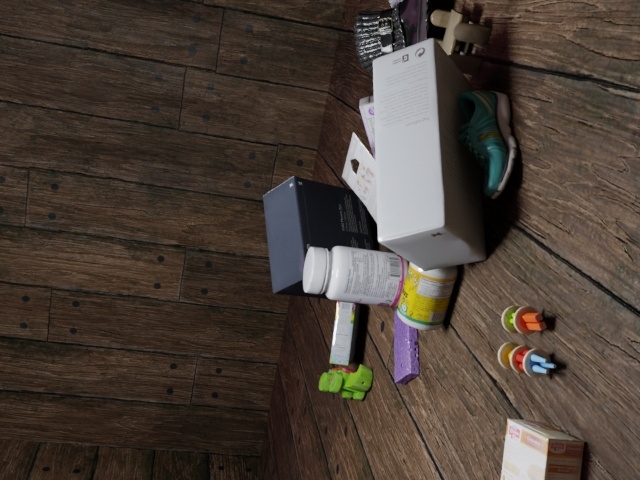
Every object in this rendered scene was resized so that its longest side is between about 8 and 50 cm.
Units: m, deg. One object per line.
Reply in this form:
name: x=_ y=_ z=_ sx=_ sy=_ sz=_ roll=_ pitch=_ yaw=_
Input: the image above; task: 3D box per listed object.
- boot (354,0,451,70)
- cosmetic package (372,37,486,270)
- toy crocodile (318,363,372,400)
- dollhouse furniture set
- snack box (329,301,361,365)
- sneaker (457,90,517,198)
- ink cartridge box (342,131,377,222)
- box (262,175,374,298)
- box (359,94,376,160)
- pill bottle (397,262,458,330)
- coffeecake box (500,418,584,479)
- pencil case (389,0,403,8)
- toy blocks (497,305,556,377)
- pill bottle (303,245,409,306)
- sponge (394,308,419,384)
boot: x=0.228 y=-0.660 z=2.071 sx=0.260 sy=0.131 sz=0.348 roll=9 pitch=92 yaw=42
cosmetic package: x=0.241 y=-0.186 z=1.629 sx=0.161 sy=0.230 sz=0.453 roll=-14 pitch=64 yaw=30
toy crocodile: x=0.077 y=0.465 z=2.433 sx=0.340 sy=0.115 sz=0.105 roll=146 pitch=142 yaw=-72
dollhouse furniture set: x=0.293 y=-0.462 z=1.855 sx=0.212 sy=0.161 sz=0.242 roll=-105 pitch=25 yaw=-63
snack box: x=0.086 y=0.310 z=2.461 sx=0.174 sy=0.070 sz=0.207 roll=31 pitch=-116 yaw=-78
sneaker: x=0.346 y=-0.207 z=1.563 sx=0.107 sy=0.110 sz=0.275 roll=115 pitch=159 yaw=-55
ink cartridge box: x=0.172 y=-0.151 z=2.039 sx=0.261 sy=0.066 sz=0.296 roll=56 pitch=166 yaw=13
box: x=0.000 y=0.000 z=2.375 sx=0.179 sy=0.312 sz=0.343 roll=-28 pitch=61 yaw=43
box: x=0.185 y=-0.261 z=2.121 sx=0.067 sy=0.063 sz=0.324 roll=-84 pitch=-22 yaw=-58
pill bottle: x=0.262 y=0.100 z=1.754 sx=0.117 sy=0.118 sz=0.208 roll=-108 pitch=28 yaw=-65
coffeecake box: x=0.359 y=0.403 z=1.206 sx=0.142 sy=0.068 sz=0.185 roll=177 pitch=101 yaw=-79
pencil case: x=0.263 y=-0.631 z=2.212 sx=0.113 sy=0.124 sz=0.273 roll=154 pitch=122 yaw=-76
toy blocks: x=0.376 y=0.180 z=1.305 sx=0.148 sy=0.054 sz=0.123 roll=172 pitch=105 yaw=-78
pill bottle: x=0.100 y=0.101 z=2.124 sx=0.160 sy=0.283 sz=0.160 roll=-172 pitch=90 yaw=-79
sponge: x=0.233 y=0.277 z=1.996 sx=0.117 sy=0.031 sz=0.210 roll=119 pitch=156 yaw=-61
